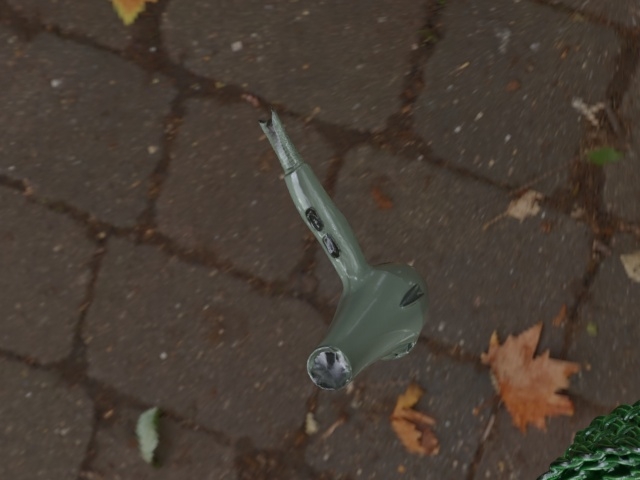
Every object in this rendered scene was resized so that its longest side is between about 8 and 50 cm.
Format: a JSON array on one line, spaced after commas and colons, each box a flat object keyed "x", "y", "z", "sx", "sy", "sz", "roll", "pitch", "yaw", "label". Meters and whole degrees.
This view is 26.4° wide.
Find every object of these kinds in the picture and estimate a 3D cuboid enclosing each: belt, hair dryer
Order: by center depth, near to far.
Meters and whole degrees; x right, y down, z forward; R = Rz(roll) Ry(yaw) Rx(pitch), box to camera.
[{"x": 0.191, "y": 0.146, "z": 0.738, "sx": 0.151, "sy": 0.079, "sz": 0.121, "roll": -34, "pitch": 88, "yaw": 41, "label": "belt"}, {"x": 0.002, "y": 0.028, "z": 1.285, "sx": 0.092, "sy": 0.229, "sz": 0.267, "roll": -31, "pitch": 112, "yaw": 27, "label": "hair dryer"}]
